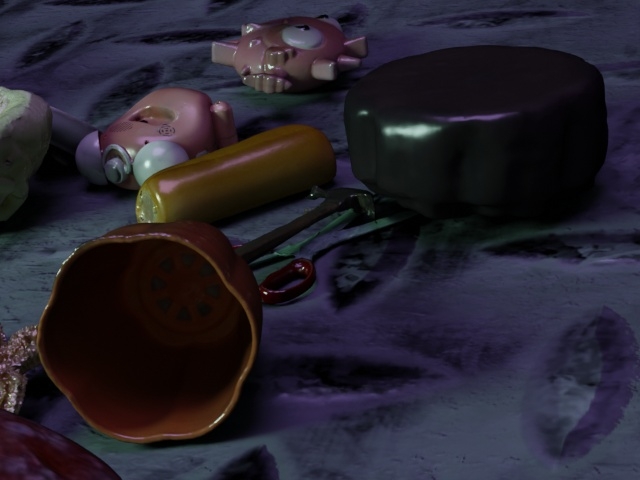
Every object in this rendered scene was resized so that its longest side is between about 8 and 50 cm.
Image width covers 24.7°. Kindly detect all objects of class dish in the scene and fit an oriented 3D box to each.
[{"bbox_3d":[-0.346,-0.120,1.855,0.141,0.078,0.141,21,-8,3],"label":"dish"}]

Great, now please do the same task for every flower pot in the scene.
[{"bbox_3d":[-0.136,0.065,1.289,0.191,0.190,0.173,-6,12,7],"label":"flower pot"}]

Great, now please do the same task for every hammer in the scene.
[{"bbox_3d":[-0.056,0.004,1.501,0.125,0.027,0.297,9,27,43],"label":"hammer"}]

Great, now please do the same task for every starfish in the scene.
[{"bbox_3d":[-0.319,0.114,1.340,0.238,0.071,0.216,-12,39,-42],"label":"starfish"}]

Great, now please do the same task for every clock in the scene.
[{"bbox_3d":[-0.203,-0.120,1.786,0.166,0.092,0.162,11,35,35],"label":"clock"}]

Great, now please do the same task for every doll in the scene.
[{"bbox_3d":[-0.042,-0.254,2.007,0.211,0.093,0.262,6,25,16],"label":"doll"}]

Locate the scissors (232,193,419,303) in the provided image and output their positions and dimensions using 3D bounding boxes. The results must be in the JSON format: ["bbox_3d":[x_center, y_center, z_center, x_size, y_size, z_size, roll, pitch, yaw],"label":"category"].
[{"bbox_3d":[0.000,0.000,1.547,0.248,0.017,0.144,-26,30,-35],"label":"scissors"}]

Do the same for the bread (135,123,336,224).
[{"bbox_3d":[-0.099,-0.071,1.665,0.239,0.074,0.092,-21,32,-23],"label":"bread"}]

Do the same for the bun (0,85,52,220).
[{"bbox_3d":[-0.412,-0.085,1.729,0.231,0.133,0.231,-19,23,9],"label":"bun"}]

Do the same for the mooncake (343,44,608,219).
[{"bbox_3d":[0.169,-0.115,1.581,0.283,0.141,0.283,-5,21,2],"label":"mooncake"}]

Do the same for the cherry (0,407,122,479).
[{"bbox_3d":[-0.262,0.208,0.969,0.285,0.213,0.236,7,40,-20],"label":"cherry"}]
